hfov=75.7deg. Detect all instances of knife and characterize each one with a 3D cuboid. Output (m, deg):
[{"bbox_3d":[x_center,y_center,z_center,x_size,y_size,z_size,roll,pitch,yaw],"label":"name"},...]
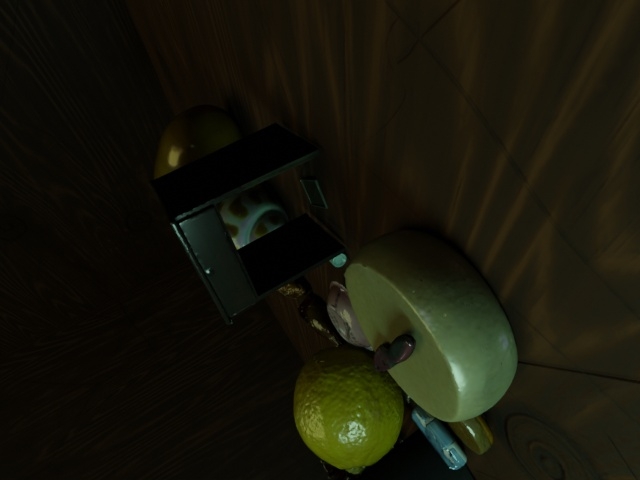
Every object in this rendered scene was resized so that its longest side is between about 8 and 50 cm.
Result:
[{"bbox_3d":[0.095,0.162,0.579,0.035,0.018,0.247,53,163,18],"label":"knife"}]

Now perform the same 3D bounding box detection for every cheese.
[{"bbox_3d":[0.087,0.178,0.918,0.189,0.074,0.286,64,161,-14],"label":"cheese"}]

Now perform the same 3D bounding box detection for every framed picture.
[{"bbox_3d":[-0.014,-0.101,0.871,0.066,0.006,0.089,66,164,-18],"label":"framed picture"}]

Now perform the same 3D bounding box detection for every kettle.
[{"bbox_3d":[0.181,0.609,0.937,0.203,0.307,0.262,48,160,43],"label":"kettle"}]

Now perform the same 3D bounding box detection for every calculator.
[{"bbox_3d":[0.229,0.374,0.790,0.121,0.039,0.210,51,178,31],"label":"calculator"}]

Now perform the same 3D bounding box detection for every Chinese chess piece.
[{"bbox_3d":[0.141,0.114,0.576,0.273,0.102,0.273,53,161,27],"label":"Chinese chess piece"}]

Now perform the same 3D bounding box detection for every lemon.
[{"bbox_3d":[0.065,0.393,0.997,0.293,0.292,0.293,54,163,24],"label":"lemon"}]

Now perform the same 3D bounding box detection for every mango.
[{"bbox_3d":[-0.349,-0.224,1.195,0.232,0.300,0.446,39,163,1],"label":"mango"}]

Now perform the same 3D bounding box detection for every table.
[{"bbox_3d":[-0.131,-0.041,0.806,0.196,0.281,0.251,42,155,49],"label":"table"}]

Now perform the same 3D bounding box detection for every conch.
[{"bbox_3d":[-0.177,-0.026,1.168,0.249,0.197,0.368,38,-161,-47],"label":"conch"}]

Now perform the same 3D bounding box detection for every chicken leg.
[{"bbox_3d":[0.005,0.277,1.378,0.178,0.083,0.322,55,168,-13],"label":"chicken leg"}]

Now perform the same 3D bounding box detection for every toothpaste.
[{"bbox_3d":[0.000,0.000,0.961,0.205,0.036,0.056,46,159,54],"label":"toothpaste"}]

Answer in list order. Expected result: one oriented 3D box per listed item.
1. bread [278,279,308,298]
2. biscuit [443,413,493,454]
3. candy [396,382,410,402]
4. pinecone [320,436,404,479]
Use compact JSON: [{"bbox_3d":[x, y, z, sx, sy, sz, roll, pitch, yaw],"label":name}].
[{"bbox_3d":[-0.114,0.165,1.495,0.104,0.076,0.233,29,176,-27],"label":"bread"},{"bbox_3d":[0.225,0.275,0.697,0.170,0.050,0.170,54,171,13],"label":"biscuit"},{"bbox_3d":[0.182,0.278,0.837,0.046,0.053,0.182,39,156,38],"label":"candy"},{"bbox_3d":[0.136,0.662,1.292,0.243,0.309,0.244,13,110,38],"label":"pinecone"}]
